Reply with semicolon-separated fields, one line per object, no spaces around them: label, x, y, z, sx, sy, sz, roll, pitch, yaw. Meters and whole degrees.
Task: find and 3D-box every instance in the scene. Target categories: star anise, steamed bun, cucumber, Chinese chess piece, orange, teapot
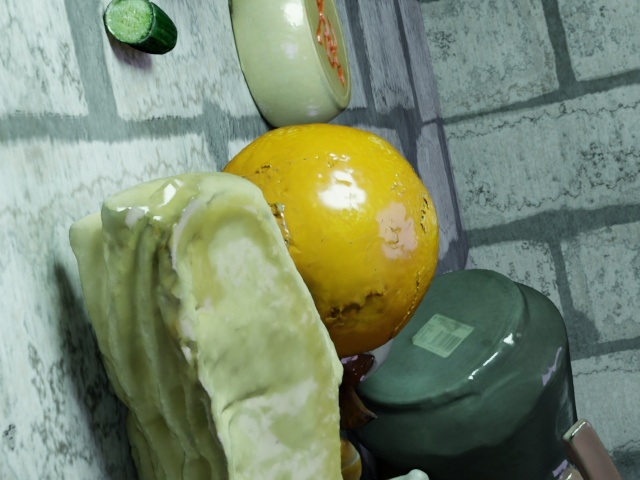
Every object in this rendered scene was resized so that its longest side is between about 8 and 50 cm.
star anise;-0.016;0.189;1.380;0.140;0.158;0.144;-58;158;-72
steamed bun;-0.083;0.118;1.094;0.247;0.189;0.428;-39;121;-42
cucumber;-0.162;-0.201;1.218;0.105;0.048;0.048;9;71;-76
Chinese chess piece;-0.036;-0.268;1.685;0.251;0.097;0.251;-12;90;-77
orange;0.000;0.000;1.303;0.246;0.246;0.246;-11;90;-76
teapot;0.243;0.253;1.663;0.376;0.305;0.362;19;-33;55

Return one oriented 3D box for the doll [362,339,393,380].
doll;0.011;0.037;1.560;0.151;0.151;0.287;64;16;-47

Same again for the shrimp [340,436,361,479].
shrimp;-0.034;0.265;1.346;0.166;0.161;0.049;3;40;-42

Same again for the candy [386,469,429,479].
candy;0.091;0.471;1.523;0.208;0.145;0.359;-72;149;-66

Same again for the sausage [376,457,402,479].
sausage;0.143;0.299;1.910;0.136;0.123;0.501;31;48;-56
